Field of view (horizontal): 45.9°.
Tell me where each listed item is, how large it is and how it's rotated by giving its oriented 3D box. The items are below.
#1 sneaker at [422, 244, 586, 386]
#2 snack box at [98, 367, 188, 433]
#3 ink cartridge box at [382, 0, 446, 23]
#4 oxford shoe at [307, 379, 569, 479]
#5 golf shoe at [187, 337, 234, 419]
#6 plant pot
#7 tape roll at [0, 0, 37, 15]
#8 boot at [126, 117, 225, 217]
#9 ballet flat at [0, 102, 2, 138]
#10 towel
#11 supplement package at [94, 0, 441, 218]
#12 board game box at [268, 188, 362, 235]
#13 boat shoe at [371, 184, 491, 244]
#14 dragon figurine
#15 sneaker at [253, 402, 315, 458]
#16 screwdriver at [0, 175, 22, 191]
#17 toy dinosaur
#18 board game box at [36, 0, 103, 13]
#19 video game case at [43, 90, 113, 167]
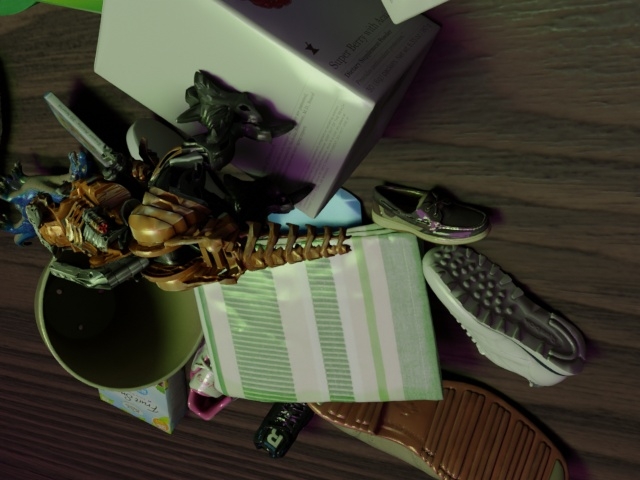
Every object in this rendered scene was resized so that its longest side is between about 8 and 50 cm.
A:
[{"bbox_3d":[0.212,0.101,0.940,0.235,0.090,0.095,41,147,0],"label":"sneaker"},{"bbox_3d":[-0.348,0.257,1.452,0.174,0.070,0.207,20,136,18],"label":"snack box"},{"bbox_3d":[0.160,-0.273,0.618,0.231,0.134,0.078,-14,116,40],"label":"ink cartridge box"},{"bbox_3d":[0.164,0.272,1.108,0.396,0.141,0.146,26,163,10],"label":"oxford shoe"},{"bbox_3d":[-0.138,0.173,1.192,0.115,0.140,0.306,29,135,12],"label":"golf shoe"},{"bbox_3d":[-0.354,0.101,1.222,0.274,0.256,0.256,-7,122,56],"label":"plant pot"},{"bbox_3d":[-0.424,-0.439,0.910,0.321,0.077,0.321,18,134,20],"label":"tape roll"},{"bbox_3d":[-0.203,-0.045,1.079,0.123,0.095,0.258,-29,108,38],"label":"boot"},{"bbox_3d":[-0.608,-0.146,1.243,0.147,0.147,0.409,31,131,8],"label":"ballet flat"},{"bbox_3d":[-0.011,0.103,1.015,0.324,0.038,0.248,-5,105,17],"label":"towel"},{"bbox_3d":[-0.060,-0.201,0.794,0.293,0.177,0.175,33,138,4],"label":"supplement package"},{"bbox_3d":[0.000,0.000,1.022,0.133,0.033,0.169,-1,106,21],"label":"board game box"},{"bbox_3d":[0.127,-0.034,0.900,0.152,0.056,0.049,9,135,28],"label":"boat shoe"},{"bbox_3d":[-0.444,-0.040,1.240,0.144,0.085,0.289,22,136,-4],"label":"dragon figurine"},{"bbox_3d":[-0.047,0.289,1.239,0.079,0.121,0.217,31,137,6],"label":"sneaker"},{"bbox_3d":[-0.561,-0.113,1.318,0.169,0.024,0.025,25,165,17],"label":"screwdriver"},{"bbox_3d":[-0.121,-0.017,0.702,0.321,0.218,0.164,26,139,14],"label":"toy dinosaur"},{"bbox_3d":[-0.243,-0.338,0.844,0.259,0.124,0.039,-34,64,46],"label":"board game box"},{"bbox_3d":[-0.325,-0.135,1.095,0.166,0.015,0.119,44,167,1],"label":"video game case"}]
